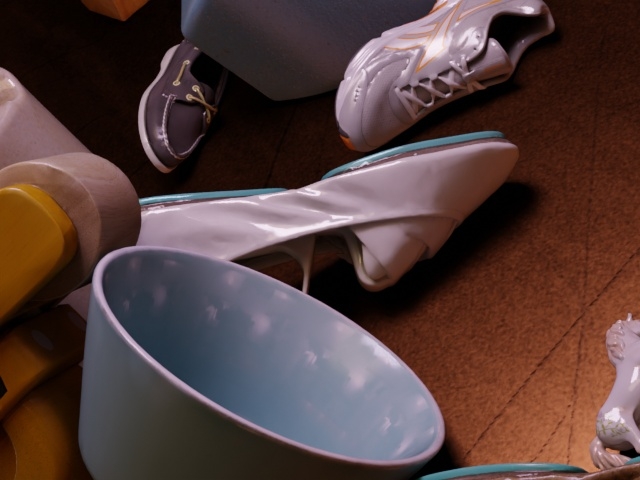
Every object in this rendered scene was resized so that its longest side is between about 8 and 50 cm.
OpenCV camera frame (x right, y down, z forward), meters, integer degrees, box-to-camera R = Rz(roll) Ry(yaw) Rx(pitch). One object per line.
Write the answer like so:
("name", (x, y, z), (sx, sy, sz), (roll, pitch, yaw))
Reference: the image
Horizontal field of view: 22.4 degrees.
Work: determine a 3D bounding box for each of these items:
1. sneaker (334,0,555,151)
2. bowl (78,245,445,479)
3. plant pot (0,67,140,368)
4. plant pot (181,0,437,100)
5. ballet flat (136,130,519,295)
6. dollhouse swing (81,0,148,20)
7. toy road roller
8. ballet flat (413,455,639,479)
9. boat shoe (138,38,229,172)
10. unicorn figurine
("sneaker", (0.130, -0.183, 1.677), (0.262, 0.099, 0.121), (-44, 41, -11))
("bowl", (-0.071, 0.152, 1.310), (0.163, 0.311, 0.311), (-63, 31, 18))
("plant pot", (-0.317, 0.005, 1.628), (0.334, 0.305, 0.334), (-21, 38, 17))
("plant pot", (-0.028, -0.311, 1.832), (0.252, 0.248, 0.247), (-42, 31, 26))
("ballet flat", (0.000, 0.000, 1.524), (0.400, 0.139, 0.139), (-11, 37, 0))
("dollhouse swing", (-0.274, -0.533, 2.259), (0.305, 0.315, 0.347), (36, 73, 32))
("toy road roller", (-0.253, 0.105, 1.385), (0.329, 0.240, 0.202), (-44, -1, 11))
("ballet flat", (0.211, 0.214, 1.155), (0.342, 0.116, 0.124), (-12, 61, 23))
("boat shoe", (-0.155, -0.168, 1.895), (0.069, 0.081, 0.227), (-21, 34, 24))
("unicorn figurine", (0.255, 0.113, 1.256), (0.111, 0.060, 0.162), (11, 54, 44))
